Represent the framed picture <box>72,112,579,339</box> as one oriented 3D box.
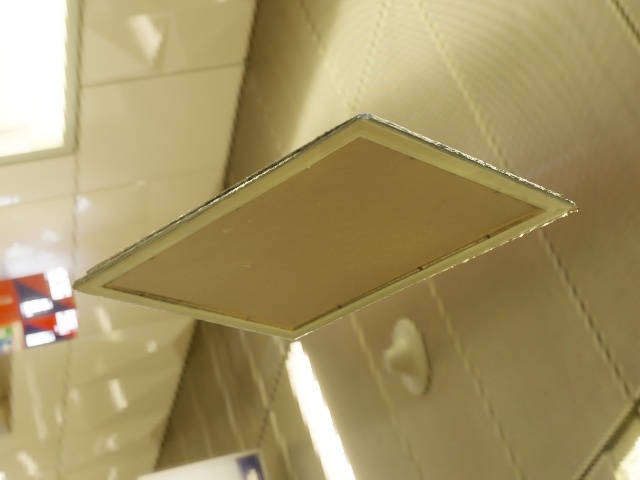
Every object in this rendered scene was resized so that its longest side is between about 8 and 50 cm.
[{"bbox_3d":[0.000,0.000,0.856,0.274,0.217,0.017,-26,-119,36],"label":"framed picture"}]
